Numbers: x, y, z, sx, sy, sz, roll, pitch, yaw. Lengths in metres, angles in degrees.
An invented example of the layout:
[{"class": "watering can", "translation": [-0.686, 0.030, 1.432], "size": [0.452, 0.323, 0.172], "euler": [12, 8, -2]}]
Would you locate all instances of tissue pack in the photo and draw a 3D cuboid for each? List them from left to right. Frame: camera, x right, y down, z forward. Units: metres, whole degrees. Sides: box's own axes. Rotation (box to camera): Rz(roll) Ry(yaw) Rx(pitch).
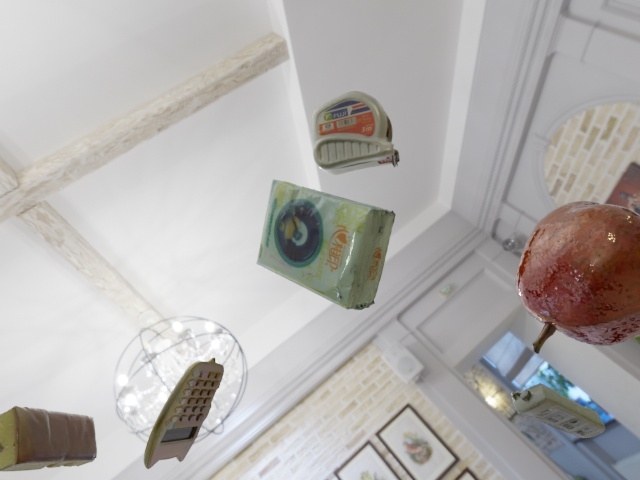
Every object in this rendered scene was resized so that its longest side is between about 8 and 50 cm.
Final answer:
[{"class": "tissue pack", "translation": [0.000, 0.000, 1.236], "size": [0.162, 0.388, 0.287], "euler": [-2, -72, -49]}]

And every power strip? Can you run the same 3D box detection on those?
[{"class": "power strip", "translation": [0.571, 0.409, 1.000], "size": [0.286, 0.048, 0.080], "euler": [28, -53, -24]}]

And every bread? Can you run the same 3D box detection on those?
[{"class": "bread", "translation": [-0.734, 0.545, 1.155], "size": [0.077, 0.138, 0.361], "euler": [-22, -26, -8]}]

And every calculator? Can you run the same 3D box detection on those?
[{"class": "calculator", "translation": [-0.286, 0.361, 0.910], "size": [0.236, 0.033, 0.157], "euler": [-64, -26, -11]}]

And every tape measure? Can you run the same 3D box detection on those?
[{"class": "tape measure", "translation": [0.107, -0.332, 1.346], "size": [0.258, 0.265, 0.130], "euler": [-8, -9, 22]}]

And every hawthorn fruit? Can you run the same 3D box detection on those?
[{"class": "hawthorn fruit", "translation": [0.357, 0.063, 0.570], "size": [0.196, 0.196, 0.225], "euler": [8, -62, -52]}]
